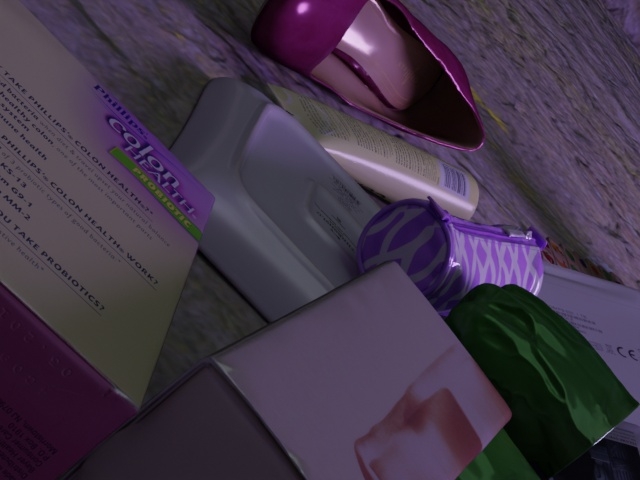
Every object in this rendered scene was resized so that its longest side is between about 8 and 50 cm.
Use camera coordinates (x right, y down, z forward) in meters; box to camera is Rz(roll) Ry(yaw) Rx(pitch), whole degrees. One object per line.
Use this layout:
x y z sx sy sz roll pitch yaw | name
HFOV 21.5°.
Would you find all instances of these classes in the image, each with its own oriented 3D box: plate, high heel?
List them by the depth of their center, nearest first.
0.000 0.000 1.316 0.277 0.045 0.278 46 21 -12 | plate
0.063 -0.170 1.604 0.181 0.127 0.377 44 15 13 | high heel

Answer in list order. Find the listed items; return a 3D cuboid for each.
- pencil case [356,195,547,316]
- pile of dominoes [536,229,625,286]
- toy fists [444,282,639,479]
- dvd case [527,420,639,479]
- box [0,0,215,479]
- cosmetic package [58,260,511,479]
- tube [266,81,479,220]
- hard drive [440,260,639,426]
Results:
0.109 0.017 1.326 0.086 0.088 0.206 57 22 20 | pencil case
0.334 0.076 1.894 0.251 0.040 0.196 26 32 -50 | pile of dominoes
0.105 0.120 1.182 0.142 0.096 0.279 53 41 9 | toy fists
0.171 0.204 1.227 0.179 0.030 0.239 17 35 -16 | dvd case
-0.182 -0.012 0.850 0.213 0.117 0.243 45 22 -15 | box
-0.016 0.123 0.917 0.129 0.153 0.296 52 21 6 | cosmetic package
0.048 -0.074 1.536 0.240 0.070 0.062 25 72 -43 | tube
0.223 0.143 1.431 0.233 0.047 0.353 17 33 -21 | hard drive
